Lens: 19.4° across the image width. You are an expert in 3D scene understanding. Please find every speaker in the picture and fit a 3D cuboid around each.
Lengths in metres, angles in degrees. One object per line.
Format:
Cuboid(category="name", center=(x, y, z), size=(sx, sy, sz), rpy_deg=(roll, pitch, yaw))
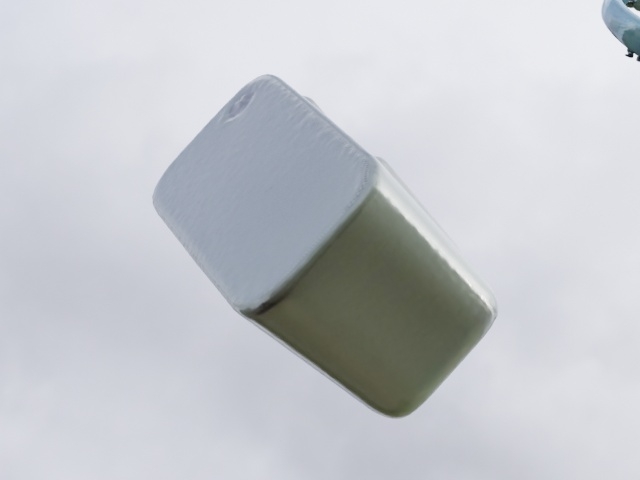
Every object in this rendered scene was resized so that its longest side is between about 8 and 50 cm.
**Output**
Cuboid(category="speaker", center=(0.000, 0.000, 1.719), size=(0.183, 0.406, 0.184), rpy_deg=(-47, -65, 1))

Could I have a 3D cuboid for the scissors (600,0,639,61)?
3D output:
Cuboid(category="scissors", center=(0.284, -0.095, 1.247), size=(0.180, 0.393, 0.032), rpy_deg=(14, -64, -4))
